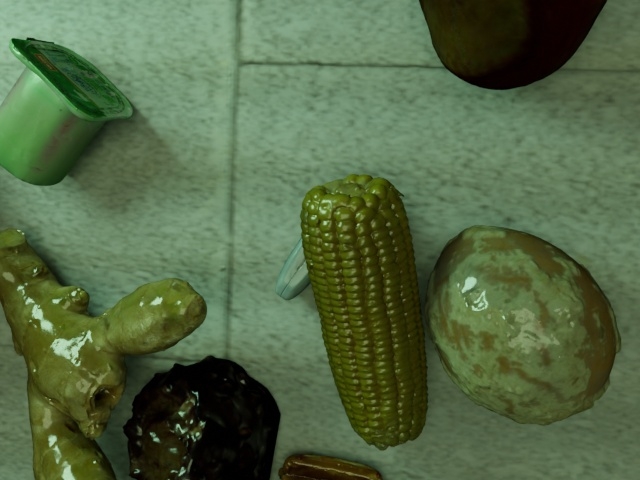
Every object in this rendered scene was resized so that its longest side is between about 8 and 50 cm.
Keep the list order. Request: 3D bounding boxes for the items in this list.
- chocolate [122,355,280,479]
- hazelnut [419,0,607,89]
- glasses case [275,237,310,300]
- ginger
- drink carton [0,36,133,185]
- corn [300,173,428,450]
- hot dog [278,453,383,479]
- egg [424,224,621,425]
[{"bbox_3d":[-0.174,0.273,0.893,0.206,0.177,0.224,11,94,7],"label":"chocolate"},{"bbox_3d":[0.227,-0.287,0.779,0.229,0.229,0.230,1,95,8],"label":"hazelnut"},{"bbox_3d":[0.000,0.000,0.900,0.045,0.067,0.179,36,98,5],"label":"glasses case"},{"bbox_3d":[-0.329,0.177,0.910,0.348,0.122,0.364,22,101,33],"label":"ginger"},{"bbox_3d":[-0.351,-0.158,0.910,0.146,0.144,0.142,43,108,3],"label":"drink carton"},{"bbox_3d":[0.059,0.091,0.841,0.131,0.131,0.345,-6,112,8],"label":"corn"},{"bbox_3d":[0.013,0.321,0.937,0.144,0.038,0.062,7,83,10],"label":"hot dog"},{"bbox_3d":[0.228,0.095,0.813,0.203,0.203,0.245,-35,82,9],"label":"egg"}]
